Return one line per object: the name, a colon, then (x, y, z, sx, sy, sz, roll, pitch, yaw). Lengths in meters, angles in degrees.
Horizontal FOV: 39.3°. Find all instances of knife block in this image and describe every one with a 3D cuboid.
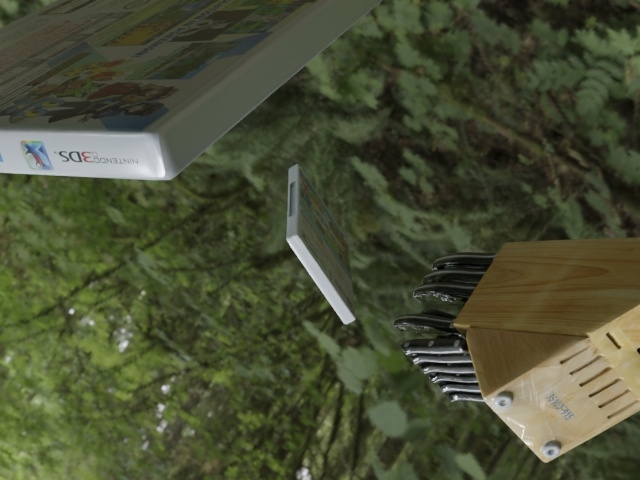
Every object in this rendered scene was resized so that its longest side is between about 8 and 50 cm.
knife block: (0.194, 0.049, 0.751, 0.088, 0.276, 0.242, 46, -159, -24)

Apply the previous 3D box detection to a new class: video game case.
video game case: (0.000, 0.000, 0.707, 0.087, 0.011, 0.122, 56, -165, -25)
video game case: (-0.147, -0.138, 0.669, 0.300, 0.329, 0.036, 5, 123, 27)
